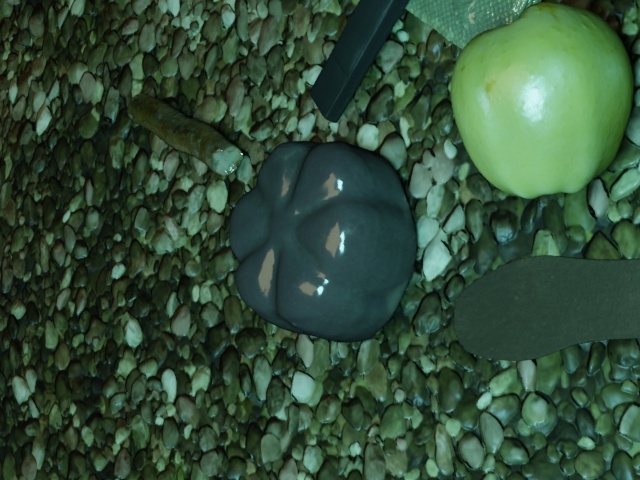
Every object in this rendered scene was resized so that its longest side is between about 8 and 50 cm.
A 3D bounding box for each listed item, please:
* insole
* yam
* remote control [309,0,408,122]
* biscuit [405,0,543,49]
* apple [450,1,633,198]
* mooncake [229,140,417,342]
[{"bbox_3d":[0.259,0.067,1.552,0.327,0.007,0.111,-9,81,47],"label":"insole"},{"bbox_3d":[-0.189,-0.147,2.033,0.241,0.056,0.057,31,109,44],"label":"yam"},{"bbox_3d":[0.050,-0.242,1.771,0.063,0.025,0.245,59,139,28],"label":"remote control"},{"bbox_3d":[0.165,-0.283,1.667,0.199,0.040,0.121,43,118,42],"label":"biscuit"},{"bbox_3d":[0.220,-0.141,1.489,0.200,0.200,0.200,-6,82,47],"label":"apple"},{"bbox_3d":[0.000,0.000,1.760,0.245,0.133,0.245,-17,66,45],"label":"mooncake"}]
